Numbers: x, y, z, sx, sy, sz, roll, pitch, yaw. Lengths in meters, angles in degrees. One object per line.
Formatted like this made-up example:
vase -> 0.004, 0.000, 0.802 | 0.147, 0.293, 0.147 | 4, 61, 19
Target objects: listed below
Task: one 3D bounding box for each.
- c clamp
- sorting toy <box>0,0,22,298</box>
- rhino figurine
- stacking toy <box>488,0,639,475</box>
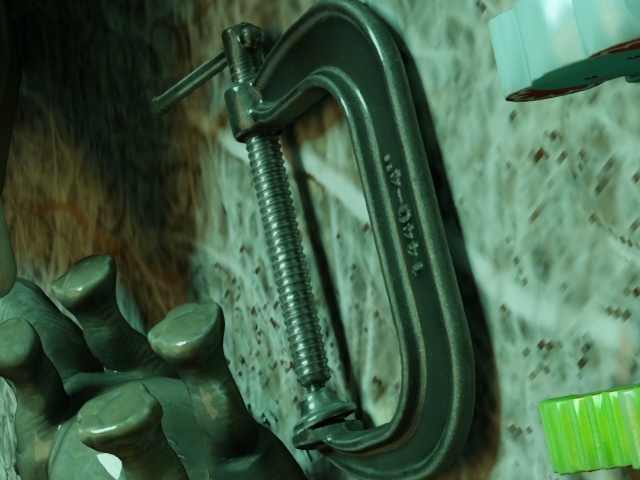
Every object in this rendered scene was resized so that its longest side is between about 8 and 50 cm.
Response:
c clamp -> 0.000, 0.000, 0.503 | 0.137, 0.022, 0.161 | -40, 61, 54
sorting toy -> -0.149, -0.107, 0.643 | 0.208, 0.038, 0.193 | -106, 8, -56
rhino figurine -> -0.075, 0.066, 0.603 | 0.243, 0.073, 0.106 | 21, 139, 62
stacking toy -> 0.074, -0.047, 0.300 | 0.221, 0.052, 0.167 | -27, 73, 63
